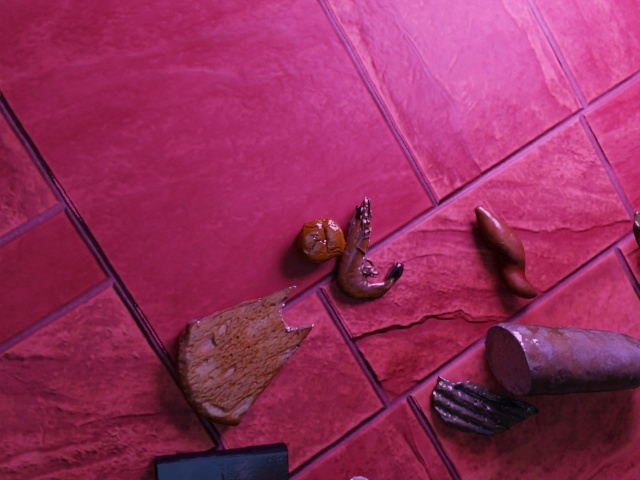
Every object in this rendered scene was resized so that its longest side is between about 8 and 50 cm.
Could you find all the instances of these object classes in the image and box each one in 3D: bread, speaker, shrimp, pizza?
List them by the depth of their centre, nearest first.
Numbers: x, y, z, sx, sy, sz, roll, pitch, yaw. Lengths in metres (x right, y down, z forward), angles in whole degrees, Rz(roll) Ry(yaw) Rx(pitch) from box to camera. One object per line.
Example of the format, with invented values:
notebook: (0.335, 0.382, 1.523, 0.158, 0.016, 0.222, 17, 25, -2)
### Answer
speaker: (-0.161, 0.386, 1.400, 0.218, 0.044, 0.082, -1, 91, -16)
pizza: (-0.129, 0.173, 1.412, 0.262, 0.034, 0.181, -44, 102, -11)
bread: (0.000, 0.000, 1.441, 0.083, 0.046, 0.081, 12, 90, -17)
shrimp: (0.095, 0.019, 1.476, 0.124, 0.034, 0.178, 14, 89, -19)

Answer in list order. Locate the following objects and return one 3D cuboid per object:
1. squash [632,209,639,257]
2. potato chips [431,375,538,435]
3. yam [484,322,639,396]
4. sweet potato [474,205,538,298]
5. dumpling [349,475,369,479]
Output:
squash: (0.684, 0.058, 1.623, 0.287, 0.137, 0.137, 38, 81, 1)
potato chips: (0.293, 0.310, 1.542, 0.208, 0.028, 0.092, 20, 86, -14)
yam: (0.462, 0.220, 1.544, 0.330, 0.133, 0.133, 5, 90, -20)
sweet potato: (0.338, 0.021, 1.535, 0.055, 0.058, 0.202, -33, 99, -34)
dumpling: (0.024, 0.487, 1.437, 0.108, 0.153, 0.219, 34, 99, 28)
